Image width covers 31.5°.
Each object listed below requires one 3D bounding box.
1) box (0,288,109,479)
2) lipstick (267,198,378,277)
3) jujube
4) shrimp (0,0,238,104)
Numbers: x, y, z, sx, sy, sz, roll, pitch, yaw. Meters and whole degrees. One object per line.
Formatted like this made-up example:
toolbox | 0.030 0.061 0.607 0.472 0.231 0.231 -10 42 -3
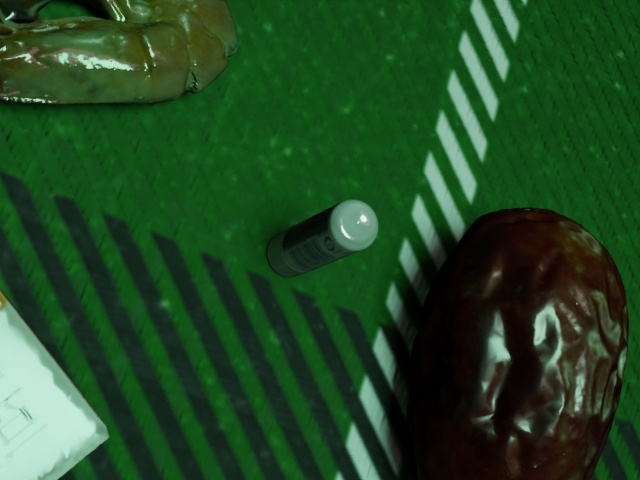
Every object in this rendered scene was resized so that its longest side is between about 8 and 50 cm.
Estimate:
box | -0.390 0.079 0.702 0.344 0.122 0.385 -39 97 -24
lipstick | 0.000 0.000 0.873 0.040 0.141 0.040 4 79 -21
jujube | 0.161 0.096 0.901 0.183 0.183 0.243 10 77 -21
shrimp | -0.192 -0.162 0.867 0.267 0.061 0.145 -16 78 -22
